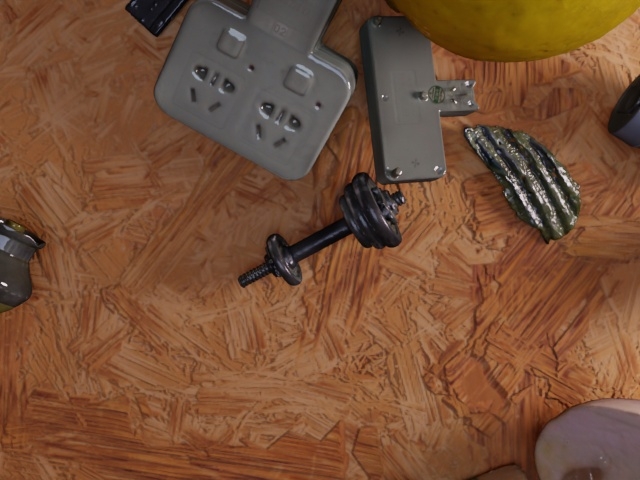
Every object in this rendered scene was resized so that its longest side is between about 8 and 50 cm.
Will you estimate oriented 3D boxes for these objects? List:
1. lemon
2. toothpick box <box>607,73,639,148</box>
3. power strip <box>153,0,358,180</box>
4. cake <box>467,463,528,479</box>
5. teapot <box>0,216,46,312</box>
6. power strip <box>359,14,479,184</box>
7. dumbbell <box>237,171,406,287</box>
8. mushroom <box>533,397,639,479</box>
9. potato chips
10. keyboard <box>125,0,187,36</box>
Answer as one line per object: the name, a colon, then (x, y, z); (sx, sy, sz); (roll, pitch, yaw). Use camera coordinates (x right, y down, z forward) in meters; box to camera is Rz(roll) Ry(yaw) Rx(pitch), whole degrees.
lemon: (0.224, -0.362, 0.994); (0.348, 0.348, 0.347); (0, 100, 1)
toothpick box: (0.468, -0.145, 1.138); (0.153, 0.101, 0.101); (29, 99, -5)
power strip: (-0.059, -0.245, 1.134); (0.230, 0.141, 0.261); (28, 114, -3)
cake: (0.268, 0.463, 1.276); (0.158, 0.172, 0.283); (-22, 133, 8)
teapot: (-0.453, 0.021, 1.186); (0.166, 0.130, 0.119); (27, 84, 28)
power strip: (0.134, -0.185, 1.137); (0.145, 0.061, 0.215); (-6, 87, -19)
dumbbell: (0.000, 0.000, 1.176); (0.255, 0.110, 0.110); (-28, 98, 11)
mushroom: (0.408, 0.299, 1.219); (0.173, 0.162, 0.236); (26, 116, 32)
potato chips: (0.281, -0.091, 1.189); (0.092, 0.028, 0.207); (-38, 99, 6)
keyboard: (-0.175, -0.360, 1.156); (0.060, 0.018, 0.195); (43, 98, 1)
